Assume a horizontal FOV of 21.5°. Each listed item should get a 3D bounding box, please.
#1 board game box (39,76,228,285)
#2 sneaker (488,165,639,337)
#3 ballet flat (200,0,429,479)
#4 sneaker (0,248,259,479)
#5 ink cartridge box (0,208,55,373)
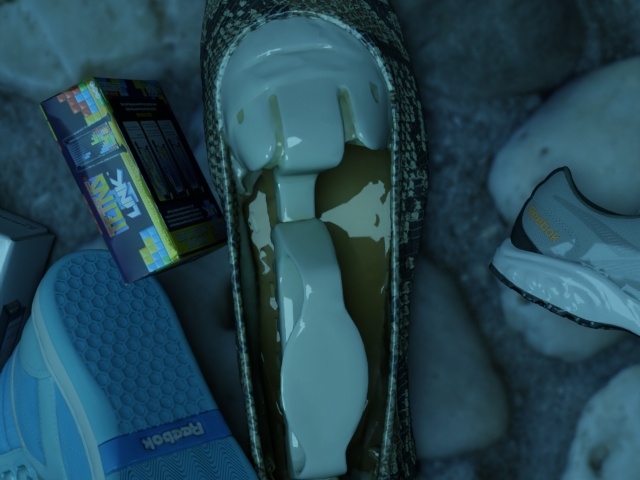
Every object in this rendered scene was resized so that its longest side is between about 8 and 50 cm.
[{"bbox_3d":[-0.130,-0.047,1.227,0.048,0.170,0.141,-25,89,11],"label":"board game box"},{"bbox_3d":[0.261,0.033,1.194,0.272,0.100,0.108,23,94,9],"label":"sneaker"},{"bbox_3d":[0.000,0.000,1.199,0.164,0.182,0.482,-4,94,3],"label":"ballet flat"},{"bbox_3d":[-0.149,0.188,1.236,0.208,0.127,0.319,-49,53,48],"label":"sneaker"},{"bbox_3d":[-0.319,0.067,1.318,0.154,0.093,0.212,21,97,10],"label":"ink cartridge box"}]
